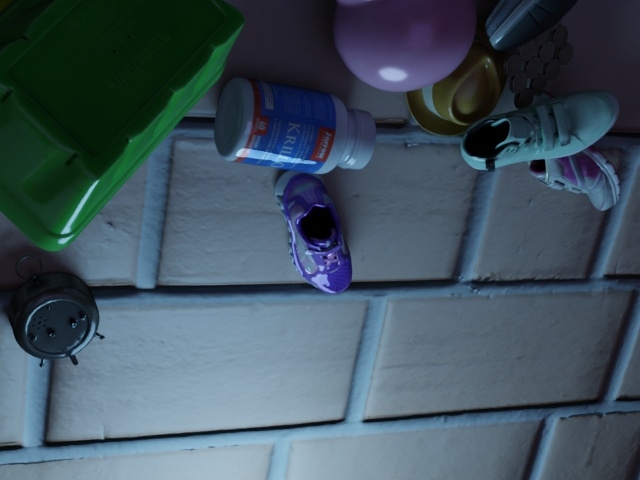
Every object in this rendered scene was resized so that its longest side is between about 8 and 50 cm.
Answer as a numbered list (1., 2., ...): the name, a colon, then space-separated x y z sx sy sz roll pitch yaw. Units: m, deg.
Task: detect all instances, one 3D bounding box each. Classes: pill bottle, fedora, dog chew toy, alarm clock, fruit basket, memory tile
1. pill bottle: -0.034 -0.164 1.693 0.221 0.124 0.124 6 115 -26
2. fedora: 0.227 -0.244 1.791 0.194 0.079 0.194 -11 120 -19
3. dog chew toy: 0.091 -0.378 1.593 0.206 0.206 0.332 -26 117 -9
4. alarm clock: -0.405 0.102 1.719 0.129 0.064 0.192 -25 121 -9
5. fruit basket: -0.318 -0.196 1.397 0.392 0.392 0.283 -43 105 4
6. memory tile: 0.347 -0.289 1.830 0.148 0.012 0.113 -48 134 -17

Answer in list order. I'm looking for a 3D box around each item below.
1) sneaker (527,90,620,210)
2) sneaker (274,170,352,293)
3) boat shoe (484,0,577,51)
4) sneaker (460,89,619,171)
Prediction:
1. sneaker: 0.408 -0.132 1.929 0.111 0.103 0.252 -41 117 4
2. sneaker: 0.000 0.000 1.812 0.095 0.104 0.236 -27 126 -10
3. boat shoe: 0.353 -0.426 1.720 0.320 0.103 0.118 -53 154 19
4. sneaker: 0.338 -0.169 1.774 0.255 0.151 0.094 -19 87 13
